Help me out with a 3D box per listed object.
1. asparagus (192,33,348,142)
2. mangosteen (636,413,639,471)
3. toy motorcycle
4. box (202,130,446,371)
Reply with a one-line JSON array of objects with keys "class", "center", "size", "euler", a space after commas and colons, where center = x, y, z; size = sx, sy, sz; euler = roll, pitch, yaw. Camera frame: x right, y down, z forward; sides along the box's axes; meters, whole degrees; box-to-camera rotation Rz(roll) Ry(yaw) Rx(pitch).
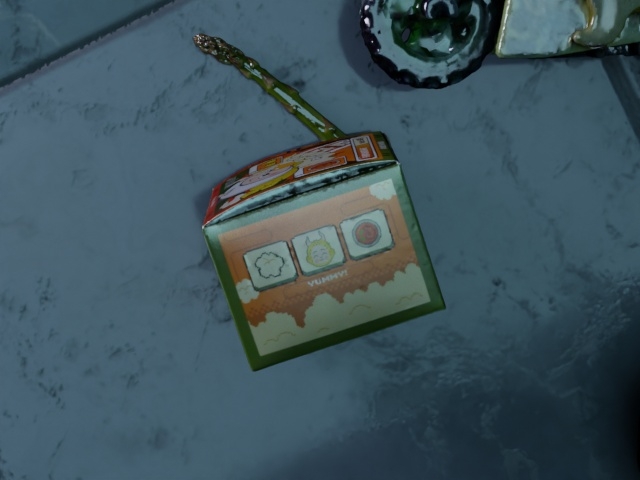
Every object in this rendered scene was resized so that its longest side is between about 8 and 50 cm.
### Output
[{"class": "asparagus", "center": [-0.018, -0.121, 1.396], "size": [0.248, 0.025, 0.024], "euler": [38, 133, -8]}, {"class": "mangosteen", "center": [0.397, 0.215, 1.394], "size": [0.211, 0.211, 0.250], "euler": [5, 124, -7]}, {"class": "toy motorcycle", "center": [0.236, -0.263, 1.345], "size": [0.410, 0.169, 0.237], "euler": [-4, 101, -11]}, {"class": "box", "center": [0.000, 0.000, 1.309], "size": [0.178, 0.195, 0.148], "euler": [-19, 101, 3]}]
